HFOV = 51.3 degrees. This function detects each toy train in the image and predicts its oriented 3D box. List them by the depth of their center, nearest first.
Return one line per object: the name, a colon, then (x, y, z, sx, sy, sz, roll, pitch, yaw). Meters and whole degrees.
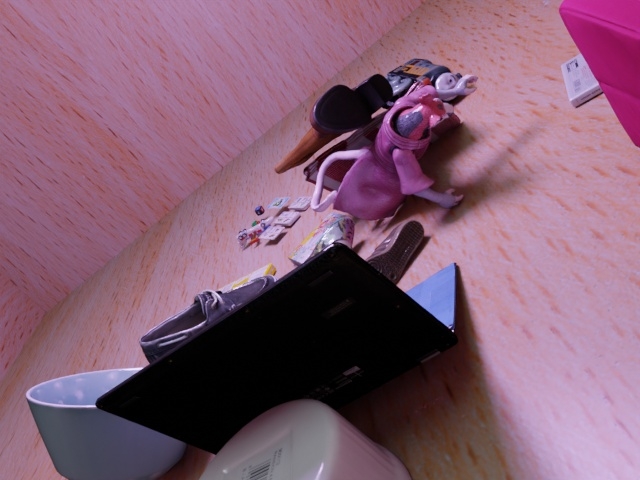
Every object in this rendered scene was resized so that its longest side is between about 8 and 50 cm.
toy train: (0.251, -0.403, 1.783, 0.190, 0.142, 0.334, -32, 20, -1)

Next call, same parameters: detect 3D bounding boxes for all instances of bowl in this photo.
bowl: (-0.359, 0.337, 1.202, 0.312, 0.163, 0.311, -2, 1, 0)

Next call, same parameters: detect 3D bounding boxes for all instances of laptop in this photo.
laptop: (-0.026, 0.121, 0.948, 0.382, 0.408, 0.236, -34, 43, 20)

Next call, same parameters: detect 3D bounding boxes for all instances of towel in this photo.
towel: (0.141, -0.213, 1.507, 0.329, 0.037, 0.237, -34, -24, 20)

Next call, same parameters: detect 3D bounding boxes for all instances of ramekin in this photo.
ramekin: (-0.039, 0.322, 0.784, 0.277, 0.135, 0.277, -36, 20, 16)

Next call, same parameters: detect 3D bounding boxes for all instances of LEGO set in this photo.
LEGO set: (-0.136, -0.051, 1.914, 0.244, 0.060, 0.182, 3, 44, 51)

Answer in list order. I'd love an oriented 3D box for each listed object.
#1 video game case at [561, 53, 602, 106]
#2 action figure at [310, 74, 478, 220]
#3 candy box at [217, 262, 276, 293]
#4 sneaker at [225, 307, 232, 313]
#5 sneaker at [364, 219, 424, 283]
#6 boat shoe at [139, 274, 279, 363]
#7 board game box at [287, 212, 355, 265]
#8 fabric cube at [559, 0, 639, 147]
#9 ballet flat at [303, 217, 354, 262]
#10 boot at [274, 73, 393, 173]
video game case: (0.544, -0.338, 1.254, 0.173, 0.022, 0.190, -30, 22, 30)
action figure: (0.144, -0.192, 1.279, 0.370, 0.276, 0.247, 108, 171, -71)
candy box: (-0.202, 0.129, 1.653, 0.206, 0.027, 0.105, -26, 27, 37)
sneaker: (-0.181, 0.180, 1.303, 0.235, 0.097, 0.084, -24, 9, -24)
sneaker: (0.118, 0.041, 1.214, 0.188, 0.066, 0.071, -44, 2, -22)
boat shoe: (-0.229, 0.164, 1.430, 0.335, 0.119, 0.121, -36, 31, -16)
board game box: (0.000, 0.000, 1.548, 0.154, 0.026, 0.103, -46, 20, -11)
fabric cube: (0.490, -0.241, 0.796, 0.254, 0.259, 0.258, -35, 21, 15)
ballet flat: (0.006, 0.052, 1.380, 0.221, 0.077, 0.079, -47, 38, 0)
boot: (-0.012, -0.224, 1.375, 0.280, 0.096, 0.264, -31, 12, 40)
